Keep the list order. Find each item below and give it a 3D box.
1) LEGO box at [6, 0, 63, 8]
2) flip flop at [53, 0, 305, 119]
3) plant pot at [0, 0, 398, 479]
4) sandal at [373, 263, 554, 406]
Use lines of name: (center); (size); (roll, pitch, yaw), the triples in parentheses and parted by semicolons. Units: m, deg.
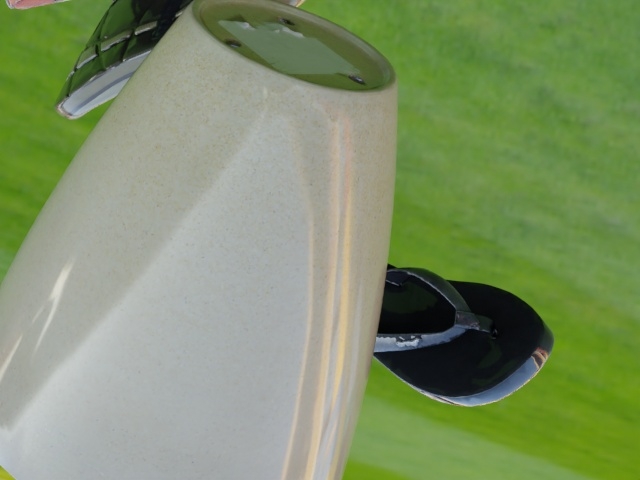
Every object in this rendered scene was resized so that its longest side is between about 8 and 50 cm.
LEGO box: (-0.191, -0.485, 1.906); (0.372, 0.193, 0.500); (-10, -161, 13)
flip flop: (-0.091, -0.137, 0.999); (0.277, 0.112, 0.080); (-18, 131, 40)
plant pot: (-0.059, 0.001, 0.863); (0.256, 0.274, 0.256); (18, -154, -9)
sandal: (0.061, 0.057, 1.105); (0.254, 0.097, 0.054); (18, 163, 37)
